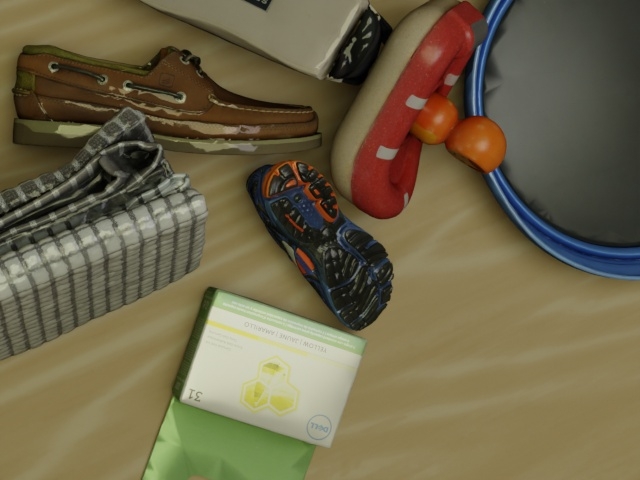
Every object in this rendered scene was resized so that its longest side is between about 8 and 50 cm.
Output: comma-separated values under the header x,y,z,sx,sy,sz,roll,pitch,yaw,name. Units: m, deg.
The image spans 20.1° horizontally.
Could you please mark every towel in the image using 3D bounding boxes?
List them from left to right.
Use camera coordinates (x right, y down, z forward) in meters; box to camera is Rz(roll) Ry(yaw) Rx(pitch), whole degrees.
x,y,z,sx,sy,sz,roll,pitch,yaw,name
-0.236,0.000,1.668,0.235,0.283,0.121,-25,79,-10,towel

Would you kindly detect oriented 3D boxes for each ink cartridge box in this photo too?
x,y,z,sx,sy,sz,roll,pitch,yaw,name
-0.071,0.183,1.841,0.171,0.056,0.235,20,88,-15,ink cartridge box

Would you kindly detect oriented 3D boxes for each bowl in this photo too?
x,y,z,sx,sy,sz,roll,pitch,yaw,name
0.333,-0.153,1.898,0.391,0.077,0.391,-1,94,-13,bowl

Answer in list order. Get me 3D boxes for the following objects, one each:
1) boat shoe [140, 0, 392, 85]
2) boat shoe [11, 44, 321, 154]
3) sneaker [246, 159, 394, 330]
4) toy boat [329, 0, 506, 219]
x,y,z,sx,sy,sz,roll,pitch,yaw,name
-0.084,-0.252,1.778,0.340,0.158,0.127,34,96,14,boat shoe
-0.146,-0.139,1.766,0.307,0.111,0.104,2,94,-15,boat shoe
0.000,0.000,1.832,0.083,0.087,0.221,-40,119,-17,sneaker
0.114,-0.115,1.780,0.151,0.151,0.231,34,117,8,toy boat
